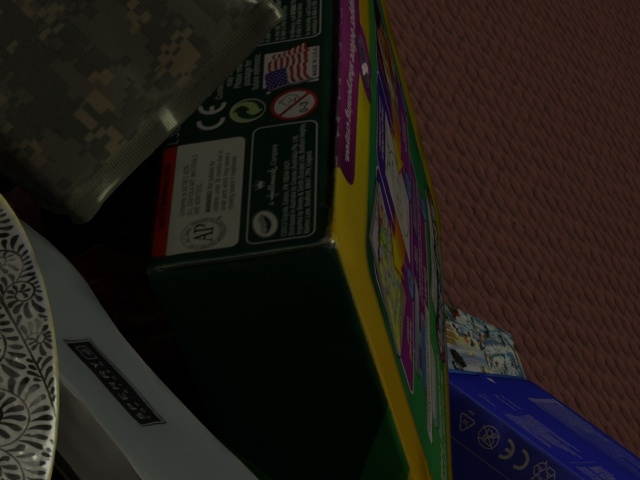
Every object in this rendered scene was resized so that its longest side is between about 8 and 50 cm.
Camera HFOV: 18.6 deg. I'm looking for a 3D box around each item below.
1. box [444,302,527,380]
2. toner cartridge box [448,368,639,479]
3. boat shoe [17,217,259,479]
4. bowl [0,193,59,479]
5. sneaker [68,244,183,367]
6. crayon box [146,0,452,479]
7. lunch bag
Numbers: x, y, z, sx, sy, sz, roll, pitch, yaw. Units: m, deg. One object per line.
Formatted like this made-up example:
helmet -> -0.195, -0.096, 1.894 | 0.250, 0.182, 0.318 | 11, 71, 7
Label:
box -> 0.117, 0.101, 1.489 | 0.137, 0.027, 0.094 | 26, 41, -52
toner cartridge box -> 0.217, 0.210, 1.299 | 0.348, 0.075, 0.165 | 36, 10, 28
boat shoe -> -0.137, 0.083, 0.914 | 0.306, 0.105, 0.113 | 42, 18, 21
bowl -> -0.175, 0.056, 0.772 | 0.170, 0.080, 0.170 | -5, 90, -71
sneaker -> -0.127, 0.034, 1.068 | 0.067, 0.064, 0.175 | 48, 14, 22
crayon box -> 0.000, 0.000, 1.152 | 0.363, 0.106, 0.313 | -89, 166, -48
lunch bag -> -0.180, -0.143, 0.976 | 0.235, 0.169, 0.287 | 46, -7, -16
